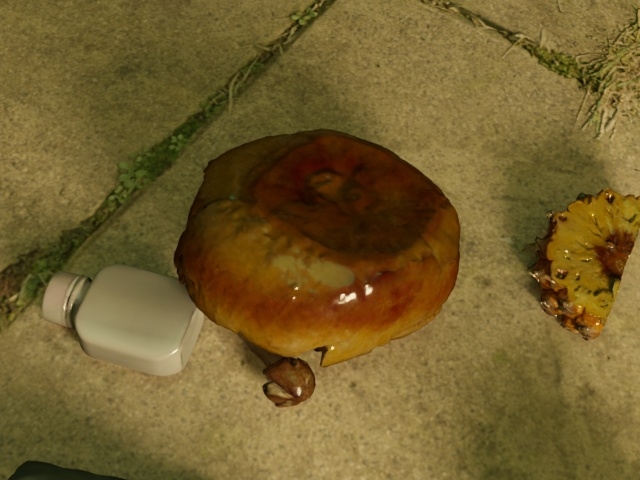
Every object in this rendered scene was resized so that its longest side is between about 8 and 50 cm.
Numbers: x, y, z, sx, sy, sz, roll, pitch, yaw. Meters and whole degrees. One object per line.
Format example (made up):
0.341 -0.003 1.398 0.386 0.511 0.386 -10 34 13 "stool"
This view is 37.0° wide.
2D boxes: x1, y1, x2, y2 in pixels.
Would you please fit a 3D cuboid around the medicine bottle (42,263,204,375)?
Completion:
-0.241 0.090 1.166 0.183 0.069 0.119 15 56 5 "medicine bottle"

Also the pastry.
0.000 0.000 1.172 0.356 0.164 0.356 6 41 -5 "pastry"

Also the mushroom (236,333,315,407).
-0.078 0.132 1.160 0.061 0.060 0.187 -40 59 -14 "mushroom"

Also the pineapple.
0.337 0.010 1.254 0.135 0.079 0.233 23 57 15 "pineapple"

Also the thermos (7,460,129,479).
-0.182 0.314 0.981 0.286 0.145 0.182 10 21 1 "thermos"
